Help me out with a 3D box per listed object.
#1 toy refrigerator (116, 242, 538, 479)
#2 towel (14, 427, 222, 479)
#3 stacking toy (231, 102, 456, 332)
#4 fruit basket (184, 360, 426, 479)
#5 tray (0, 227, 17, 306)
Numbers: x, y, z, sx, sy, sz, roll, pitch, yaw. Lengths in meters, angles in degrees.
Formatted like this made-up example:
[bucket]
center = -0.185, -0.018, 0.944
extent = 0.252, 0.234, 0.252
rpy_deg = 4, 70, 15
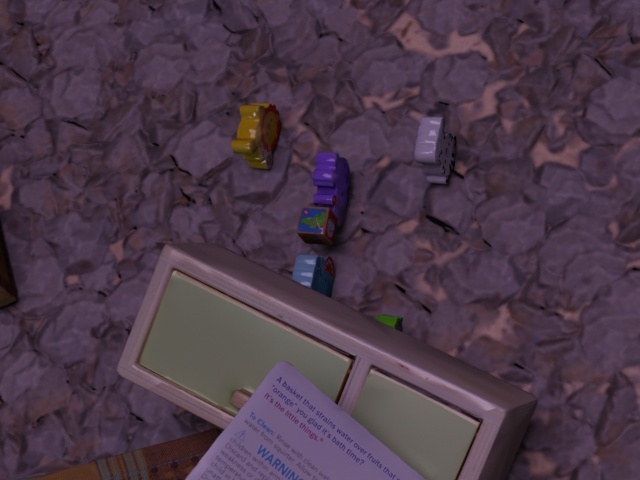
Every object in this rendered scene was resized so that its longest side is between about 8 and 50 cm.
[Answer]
[toy refrigerator]
center = 0.001, 0.100, 1.246
extent = 0.269, 0.094, 0.102
rpy_deg = 26, 100, 19
[towel]
center = -0.212, 0.293, 1.241
extent = 0.370, 0.040, 0.271
rpy_deg = -14, 61, -8
[stacking toy]
center = 0.000, 0.000, 1.357
extent = 0.167, 0.052, 0.221
rpy_deg = 5, 69, 22
[fruit basket]
center = -0.011, 0.310, 1.121
extent = 0.327, 0.165, 0.353
rpy_deg = 40, 67, -5
[tray]
center = -0.464, 0.030, 1.476
extent = 0.411, 0.076, 0.203
rpy_deg = -22, 61, 6
